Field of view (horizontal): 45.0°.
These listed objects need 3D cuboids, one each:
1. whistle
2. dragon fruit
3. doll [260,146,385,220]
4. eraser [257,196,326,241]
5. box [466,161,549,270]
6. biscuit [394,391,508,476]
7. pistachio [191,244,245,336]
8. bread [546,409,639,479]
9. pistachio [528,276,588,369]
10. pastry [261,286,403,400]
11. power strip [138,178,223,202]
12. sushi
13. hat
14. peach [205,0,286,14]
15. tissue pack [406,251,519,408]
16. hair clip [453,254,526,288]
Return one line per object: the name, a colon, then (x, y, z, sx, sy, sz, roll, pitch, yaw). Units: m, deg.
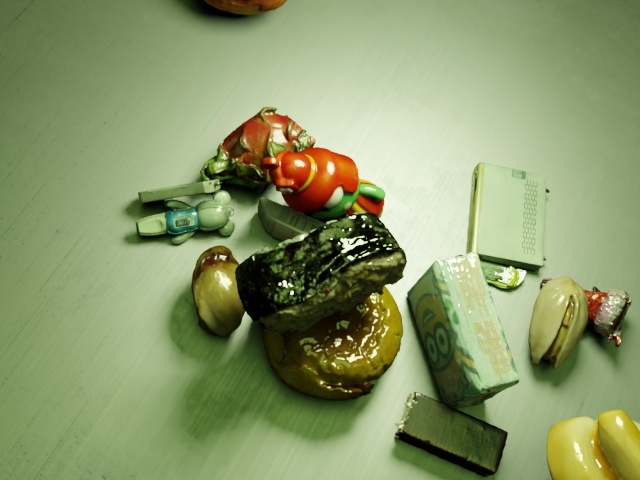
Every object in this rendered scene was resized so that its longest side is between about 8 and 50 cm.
whistle: (-0.323, -0.050, 1.858, 0.236, 0.077, 0.113, -11, 108, -11)
dragon fruit: (-0.154, -0.204, 1.886, 0.269, 0.198, 0.200, -41, 35, -24)
doll: (0.001, -0.135, 1.817, 0.363, 0.183, 0.160, 16, 70, -44)
eraser: (0.000, 0.000, 1.879, 0.352, 0.089, 0.061, 25, 63, 1)
box: (0.490, -0.063, 2.006, 0.211, 0.045, 0.270, 10, 65, -5)
biscuit: (0.290, 0.436, 1.746, 0.252, 0.070, 0.106, 23, 65, 1)
pistachio: (-0.232, 0.115, 1.774, 0.165, 0.131, 0.210, 6, 80, -52)
bread: (0.663, 0.516, 1.614, 0.424, 0.329, 0.245, 39, 103, -16)
pistachio: (0.566, 0.194, 1.845, 0.126, 0.152, 0.223, 17, 81, -3)
pastry: (0.021, 0.192, 1.760, 0.356, 0.163, 0.355, 3, 63, -5)
power strip: (-0.331, -0.118, 1.841, 0.227, 0.080, 0.029, -7, 97, 21)
sushi: (-0.001, 0.073, 1.617, 0.350, 0.211, 0.170, -21, 73, -14)
hat: (0.651, 0.159, 1.917, 0.228, 0.129, 0.140, 23, 82, 20)
peach: (-0.190, -0.772, 2.072, 0.373, 0.289, 0.372, 1, 61, -2)
tissue pack: (0.318, 0.212, 1.761, 0.128, 0.228, 0.310, -11, 70, -14)
hair clip: (0.421, 0.079, 1.940, 0.189, 0.033, 0.060, 17, 67, -4)
